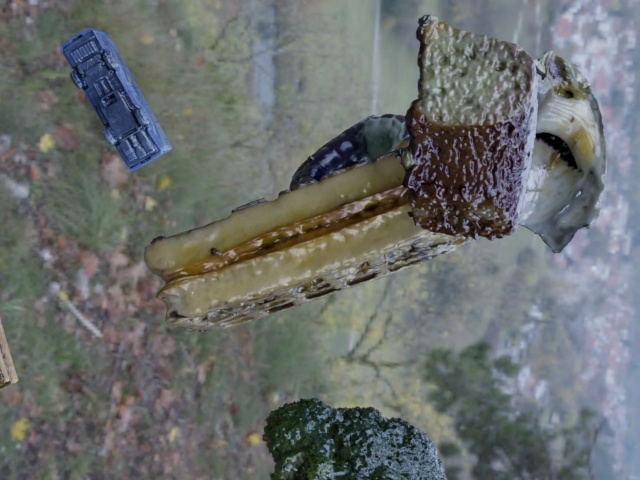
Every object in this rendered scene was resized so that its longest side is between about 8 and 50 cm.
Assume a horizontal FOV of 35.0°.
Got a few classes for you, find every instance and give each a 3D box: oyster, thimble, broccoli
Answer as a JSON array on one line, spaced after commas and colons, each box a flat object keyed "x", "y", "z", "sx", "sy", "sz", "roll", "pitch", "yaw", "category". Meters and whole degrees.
[{"x": 0.354, "y": -0.134, "z": 1.600, "sx": 0.271, "sy": 0.275, "sz": 0.100, "roll": -34, "pitch": 172, "yaw": -10, "category": "oyster"}, {"x": 0.077, "y": -0.084, "z": 1.549, "sx": 0.150, "sy": 0.237, "sz": 0.237, "roll": 60, "pitch": 40, "yaw": -25, "category": "thimble"}, {"x": 0.024, "y": 0.327, "z": 1.210, "sx": 0.283, "sy": 0.304, "sz": 0.321, "roll": -42, "pitch": 131, "yaw": 1, "category": "broccoli"}]

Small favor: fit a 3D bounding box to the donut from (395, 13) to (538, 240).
[{"x": 0.148, "y": -0.105, "z": 0.990, "sx": 0.144, "sy": 0.126, "sz": 0.186, "roll": 32, "pitch": 73, "yaw": -63, "category": "donut"}]

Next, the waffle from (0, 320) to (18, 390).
[{"x": -0.630, "y": 0.215, "z": 1.916, "sx": 0.042, "sy": 0.102, "sz": 0.148, "roll": -5, "pitch": 70, "yaw": -52, "category": "waffle"}]

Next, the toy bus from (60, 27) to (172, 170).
[{"x": -0.339, "y": -0.233, "z": 1.689, "sx": 0.236, "sy": 0.079, "sz": 0.094, "roll": 61, "pitch": 8, "yaw": -2, "category": "toy bus"}]

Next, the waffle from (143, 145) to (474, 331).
[{"x": 0.000, "y": -0.001, "z": 1.209, "sx": 0.261, "sy": 0.376, "sz": 0.114, "roll": 41, "pitch": 31, "yaw": -78, "category": "waffle"}]
